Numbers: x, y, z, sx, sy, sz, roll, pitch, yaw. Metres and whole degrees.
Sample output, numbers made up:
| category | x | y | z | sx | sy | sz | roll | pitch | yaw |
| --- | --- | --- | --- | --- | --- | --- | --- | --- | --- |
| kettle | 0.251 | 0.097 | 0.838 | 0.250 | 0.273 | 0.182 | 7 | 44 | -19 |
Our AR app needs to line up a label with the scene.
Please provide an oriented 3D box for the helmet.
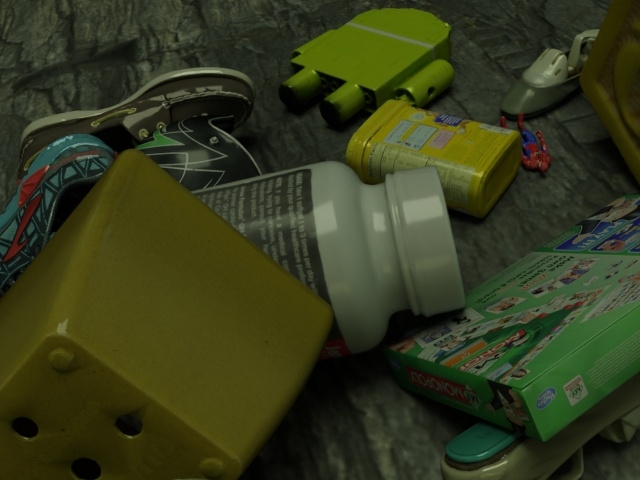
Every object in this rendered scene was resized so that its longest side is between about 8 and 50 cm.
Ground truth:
| category | x | y | z | sx | sy | sz | roll | pitch | yaw |
| --- | --- | --- | --- | --- | --- | --- | --- | --- | --- |
| helmet | -0.137 | -0.056 | 0.878 | 0.169 | 0.170 | 0.161 | -6 | 23 | 7 |

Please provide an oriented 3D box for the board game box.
| category | x | y | z | sx | sy | sz | roll | pitch | yaw |
| --- | --- | --- | --- | --- | --- | --- | --- | --- | --- |
| board game box | 0.231 | 0.044 | 0.680 | 0.317 | 0.046 | 0.213 | -29 | 12 | -19 |

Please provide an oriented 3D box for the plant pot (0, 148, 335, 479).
| category | x | y | z | sx | sy | sz | roll | pitch | yaw |
| --- | --- | --- | --- | --- | --- | --- | --- | --- | --- |
| plant pot | -0.137 | 0.100 | 0.562 | 0.212 | 0.212 | 0.187 | -45 | 14 | 19 |

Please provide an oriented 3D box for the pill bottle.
| category | x | y | z | sx | sy | sz | roll | pitch | yaw |
| --- | --- | --- | --- | --- | --- | --- | --- | --- | --- |
| pill bottle | -0.038 | 0.027 | 0.726 | 0.318 | 0.176 | 0.176 | -12 | 39 | 8 |

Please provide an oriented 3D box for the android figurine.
| category | x | y | z | sx | sy | sz | roll | pitch | yaw |
| --- | --- | --- | --- | --- | --- | --- | --- | --- | --- |
| android figurine | 0.076 | -0.257 | 1.144 | 0.248 | 0.056 | 0.273 | 26 | 53 | 37 |

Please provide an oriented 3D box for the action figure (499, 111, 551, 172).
| category | x | y | z | sx | sy | sz | roll | pitch | yaw |
| --- | --- | --- | --- | --- | --- | --- | --- | --- | --- |
| action figure | 0.249 | -0.117 | 0.960 | 0.038 | 0.030 | 0.115 | -9 | 42 | -5 |

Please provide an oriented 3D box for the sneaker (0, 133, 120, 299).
| category | x | y | z | sx | sy | sz | roll | pitch | yaw |
| --- | --- | --- | --- | --- | --- | --- | --- | --- | --- |
| sneaker | -0.281 | 0.017 | 0.798 | 0.125 | 0.104 | 0.262 | 30 | 91 | 48 |

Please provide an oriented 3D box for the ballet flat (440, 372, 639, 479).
| category | x | y | z | sx | sy | sz | roll | pitch | yaw |
| --- | --- | --- | --- | --- | --- | --- | --- | --- | --- |
| ballet flat | 0.202 | 0.140 | 0.634 | 0.248 | 0.086 | 0.086 | -29 | 43 | -19 |

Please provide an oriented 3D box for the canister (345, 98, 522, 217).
| category | x | y | z | sx | sy | sz | roll | pitch | yaw |
| --- | --- | --- | --- | --- | --- | --- | --- | --- | --- |
| canister | 0.133 | -0.097 | 0.929 | 0.169 | 0.073 | 0.126 | 19 | 49 | 30 |

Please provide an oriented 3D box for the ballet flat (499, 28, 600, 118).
| category | x | y | z | sx | sy | sz | roll | pitch | yaw |
| --- | --- | --- | --- | --- | --- | --- | --- | --- | --- |
| ballet flat | 0.320 | -0.230 | 1.042 | 0.213 | 0.068 | 0.072 | -27 | 42 | -17 |

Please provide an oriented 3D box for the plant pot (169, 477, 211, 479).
| category | x | y | z | sx | sy | sz | roll | pitch | yaw |
| --- | --- | --- | --- | --- | --- | --- | --- | --- | --- |
| plant pot | -0.069 | 0.309 | 0.384 | 0.276 | 0.276 | 0.254 | -34 | 56 | -25 |

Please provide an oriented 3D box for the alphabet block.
| category | x | y | z | sx | sy | sz | roll | pitch | yaw |
| --- | --- | --- | --- | --- | --- | --- | --- | --- | --- |
| alphabet block | 0.416 | -0.177 | 0.821 | 0.197 | 0.192 | 0.194 | -18 | 64 | -6 |

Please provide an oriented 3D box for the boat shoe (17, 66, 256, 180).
| category | x | y | z | sx | sy | sz | roll | pitch | yaw |
| --- | --- | --- | --- | --- | --- | --- | --- | --- | --- |
| boat shoe | -0.236 | -0.132 | 1.033 | 0.324 | 0.117 | 0.097 | -15 | 44 | 2 |
